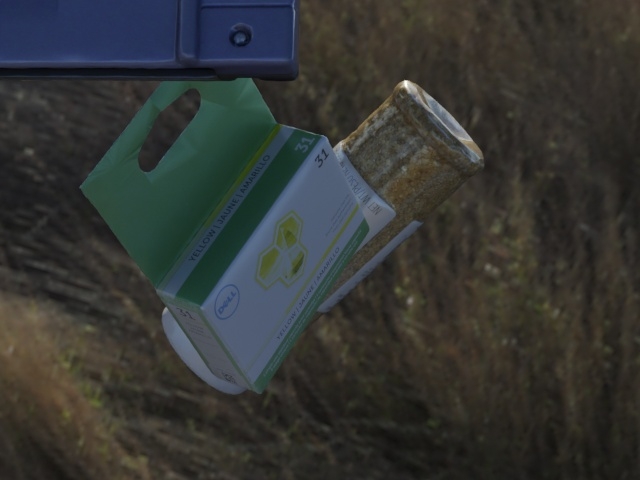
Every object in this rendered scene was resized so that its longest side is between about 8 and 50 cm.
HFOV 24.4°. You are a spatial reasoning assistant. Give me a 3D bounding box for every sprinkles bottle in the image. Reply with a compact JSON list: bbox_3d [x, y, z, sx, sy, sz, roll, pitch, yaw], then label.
[{"bbox_3d":[0.000,0.000,1.492,0.121,0.355,0.121,43,14,-14],"label":"sprinkles bottle"}]

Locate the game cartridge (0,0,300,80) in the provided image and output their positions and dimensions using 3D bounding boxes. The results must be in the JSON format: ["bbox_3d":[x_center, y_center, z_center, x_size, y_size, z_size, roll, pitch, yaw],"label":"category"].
[{"bbox_3d":[-0.187,-0.213,0.911,0.355,0.230,0.068,0,-3,5],"label":"game cartridge"}]

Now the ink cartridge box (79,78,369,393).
[{"bbox_3d":[-0.059,-0.021,1.084,0.056,0.235,0.171,19,63,33],"label":"ink cartridge box"}]
